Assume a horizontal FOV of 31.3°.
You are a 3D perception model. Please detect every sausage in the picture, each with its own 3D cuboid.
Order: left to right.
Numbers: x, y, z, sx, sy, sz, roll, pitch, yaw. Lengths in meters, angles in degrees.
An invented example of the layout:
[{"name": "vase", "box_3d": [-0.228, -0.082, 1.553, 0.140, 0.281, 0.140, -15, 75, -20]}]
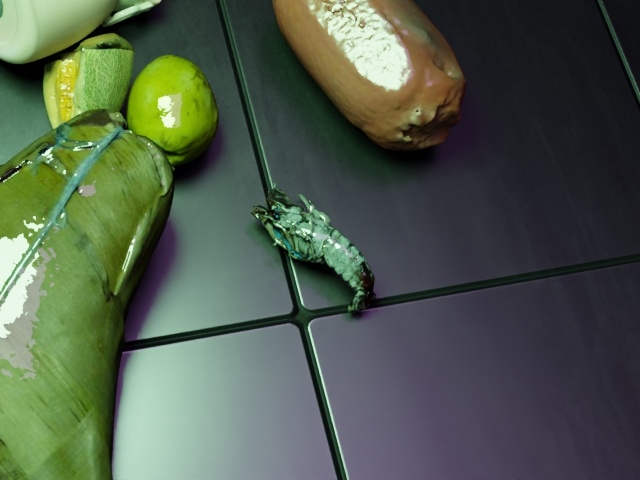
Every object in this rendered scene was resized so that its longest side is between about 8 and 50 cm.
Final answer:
[{"name": "sausage", "box_3d": [0.055, -0.225, 1.325, 0.152, 0.152, 0.279, -32, 76, -23]}]

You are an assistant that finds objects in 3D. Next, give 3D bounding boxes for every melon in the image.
[{"name": "melon", "box_3d": [-0.250, -0.159, 1.253, 0.079, 0.160, 0.128, 3, 91, -29]}]

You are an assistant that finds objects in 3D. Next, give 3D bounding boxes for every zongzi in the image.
[{"name": "zongzi", "box_3d": [-0.218, 0.087, 1.105, 0.393, 0.174, 0.356, 44, 67, 8]}]

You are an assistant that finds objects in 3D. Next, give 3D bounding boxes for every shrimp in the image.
[{"name": "shrimp", "box_3d": [0.003, -0.002, 1.252, 0.174, 0.076, 0.082, 42, 42, 9]}]

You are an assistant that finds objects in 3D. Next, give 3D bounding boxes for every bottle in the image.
[{"name": "bottle", "box_3d": [-0.277, -0.303, 1.294, 0.147, 0.147, 0.236, 47, 49, 12]}]

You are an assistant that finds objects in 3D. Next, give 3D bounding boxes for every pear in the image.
[{"name": "pear", "box_3d": [-0.163, -0.143, 1.266, 0.107, 0.107, 0.131, 10, 50, -6]}]
